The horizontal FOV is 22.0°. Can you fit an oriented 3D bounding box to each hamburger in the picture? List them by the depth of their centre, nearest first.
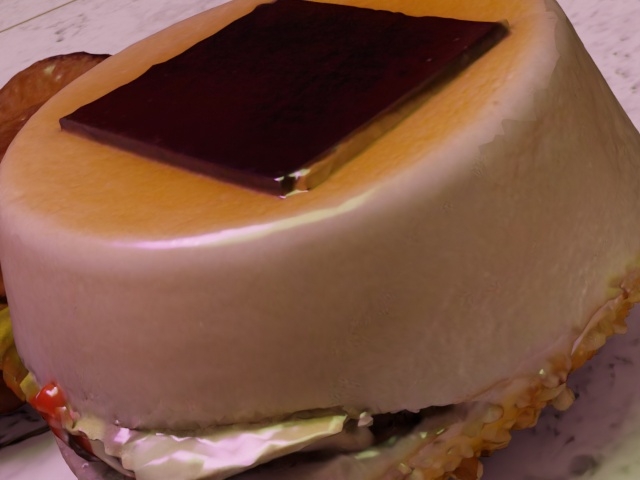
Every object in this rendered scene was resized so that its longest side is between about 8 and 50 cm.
[{"bbox_3d":[0.000,0.000,0.716,0.302,0.170,0.302,-15,29,9],"label":"hamburger"}]

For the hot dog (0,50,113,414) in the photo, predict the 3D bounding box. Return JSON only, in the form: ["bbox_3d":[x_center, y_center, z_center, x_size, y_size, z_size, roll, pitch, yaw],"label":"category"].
[{"bbox_3d":[-0.177,0.001,0.909,0.196,0.122,0.272,-6,29,28],"label":"hot dog"}]
